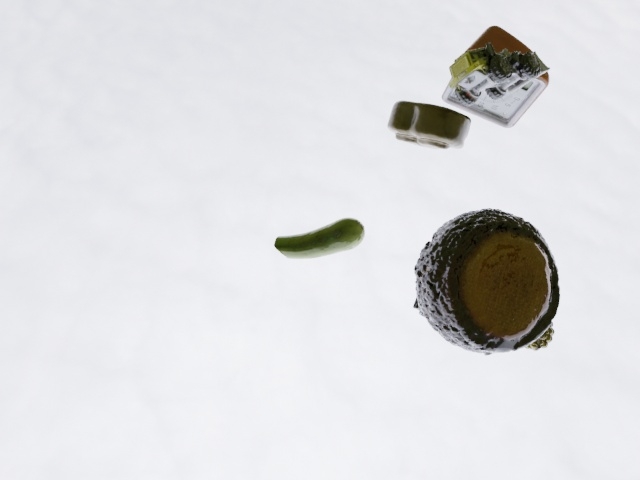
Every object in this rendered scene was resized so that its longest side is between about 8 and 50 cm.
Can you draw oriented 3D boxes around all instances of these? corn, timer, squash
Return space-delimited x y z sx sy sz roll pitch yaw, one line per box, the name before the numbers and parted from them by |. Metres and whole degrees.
corn | 0.542 0.223 1.195 0.101 0.313 0.102 -4 -99 24
timer | 0.551 -0.491 1.447 0.250 0.257 0.161 39 -107 9
squash | 0.000 0.000 1.190 0.250 0.083 0.083 -14 -127 29

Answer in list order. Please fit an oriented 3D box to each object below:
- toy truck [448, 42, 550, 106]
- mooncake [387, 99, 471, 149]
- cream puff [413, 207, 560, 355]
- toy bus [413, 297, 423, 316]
toy truck | 0.430 -0.411 1.128 0.285 0.136 0.111 -17 -96 -35
mooncake | 0.323 -0.328 1.357 0.234 0.235 0.117 17 -80 11
cream puff | 0.267 0.065 0.773 0.238 0.165 0.239 0 -91 -17
toy bus | 0.347 0.179 1.198 0.201 0.114 0.098 37 -112 -28
